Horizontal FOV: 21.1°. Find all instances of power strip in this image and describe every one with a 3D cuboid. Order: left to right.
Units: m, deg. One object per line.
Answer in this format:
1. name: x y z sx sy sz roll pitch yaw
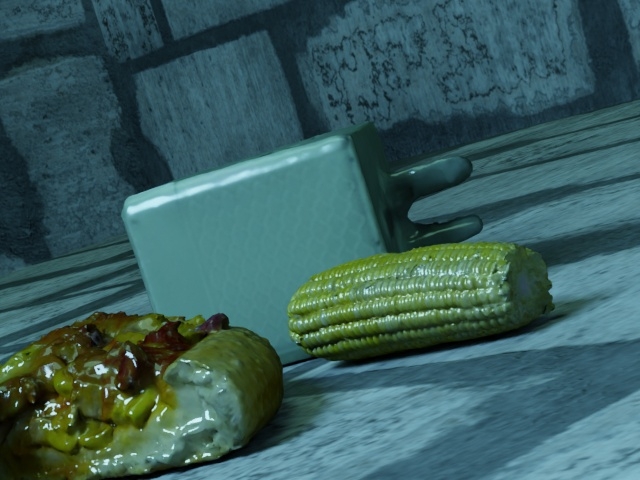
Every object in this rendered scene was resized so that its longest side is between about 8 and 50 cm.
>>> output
1. power strip: 0.000 0.000 1.176 0.224 0.139 0.140 -16 4 12

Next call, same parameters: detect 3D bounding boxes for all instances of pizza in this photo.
1. pizza: -0.140 0.090 0.990 0.229 0.081 0.289 -19 6 -13

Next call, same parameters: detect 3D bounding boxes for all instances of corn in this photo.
1. corn: 0.058 0.036 1.030 0.165 0.063 0.085 -11 -17 37
